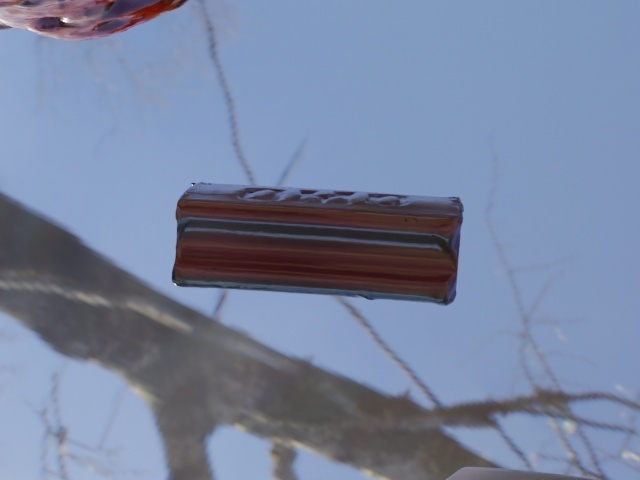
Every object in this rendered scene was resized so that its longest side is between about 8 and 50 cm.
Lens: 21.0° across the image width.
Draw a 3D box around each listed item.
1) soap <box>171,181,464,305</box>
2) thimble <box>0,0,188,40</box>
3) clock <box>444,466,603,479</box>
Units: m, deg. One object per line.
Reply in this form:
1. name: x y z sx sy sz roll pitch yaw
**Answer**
1. soap: 0.000 0.000 1.234 0.122 0.203 0.065 -73 165 -80
2. thimble: -0.182 -0.281 0.880 0.350 0.230 0.350 -1 -97 10
3. clock: 0.205 0.253 1.103 0.116 0.262 0.231 -39 -170 -16
